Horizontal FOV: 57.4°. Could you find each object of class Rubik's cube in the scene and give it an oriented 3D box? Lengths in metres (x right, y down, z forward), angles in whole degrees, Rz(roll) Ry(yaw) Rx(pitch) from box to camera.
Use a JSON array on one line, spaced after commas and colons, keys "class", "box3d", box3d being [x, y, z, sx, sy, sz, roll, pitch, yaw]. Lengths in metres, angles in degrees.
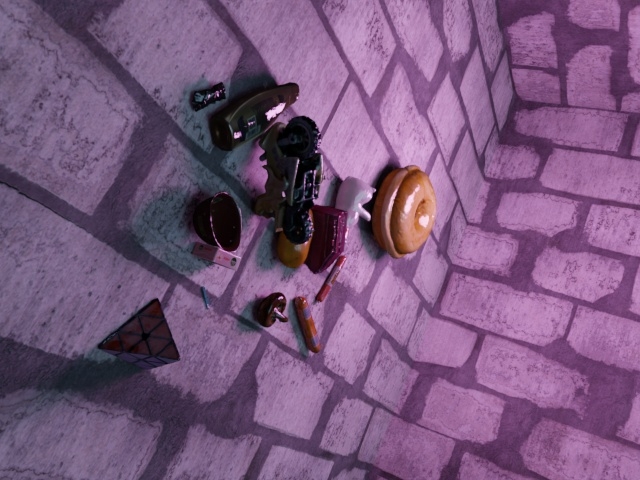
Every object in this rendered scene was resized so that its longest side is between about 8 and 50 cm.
[{"class": "Rubik's cube", "box3d": [-0.502, 0.304, 1.588, 0.190, 0.211, 0.178, -8, 137, -24]}]

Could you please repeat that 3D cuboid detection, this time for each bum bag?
[{"class": "bum bag", "box3d": [-0.303, -0.394, 1.596, 0.124, 0.034, 0.058, -40, 144, -44]}]

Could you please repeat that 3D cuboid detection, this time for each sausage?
[{"class": "sausage", "box3d": [-0.049, 0.343, 2.338, 0.053, 0.053, 0.348, -51, 142, -35]}, {"class": "sausage", "box3d": [0.048, 0.157, 2.434, 0.253, 0.034, 0.034, -60, 147, -24]}]

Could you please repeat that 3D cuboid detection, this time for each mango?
[{"class": "mango", "box3d": [-0.084, -0.014, 2.060, 0.147, 0.109, 0.227, 14, 90, -58]}]

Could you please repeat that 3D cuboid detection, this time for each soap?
[{"class": "soap", "box3d": [0.000, 0.000, 2.164, 0.099, 0.162, 0.250, -27, 128, -59]}]

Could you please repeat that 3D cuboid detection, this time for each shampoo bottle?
[{"class": "shampoo bottle", "box3d": [-0.184, -0.386, 1.748, 0.350, 0.084, 0.126, -44, 141, -41]}]

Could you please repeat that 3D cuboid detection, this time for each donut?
[{"class": "donut", "box3d": [0.387, -0.129, 2.697, 0.449, 0.198, 0.449, -30, 127, -50]}]

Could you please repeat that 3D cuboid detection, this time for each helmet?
[{"class": "helmet", "box3d": [-0.304, -0.045, 1.674, 0.155, 0.106, 0.175, -45, 120, -57]}]

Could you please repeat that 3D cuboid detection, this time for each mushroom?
[{"class": "mushroom", "box3d": [-0.167, 0.251, 2.078, 0.135, 0.080, 0.170, -51, 145, -14]}]

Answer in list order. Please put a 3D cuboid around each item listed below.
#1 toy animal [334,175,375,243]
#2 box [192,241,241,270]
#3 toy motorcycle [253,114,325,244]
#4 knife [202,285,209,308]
[{"class": "toy animal", "box3d": [0.110, -0.107, 2.316, 0.138, 0.140, 0.283, 23, 80, -51]}, {"class": "box", "box3d": [-0.308, 0.047, 1.740, 0.125, 0.089, 0.043, 31, 76, -60]}, {"class": "toy motorcycle", "box3d": [-0.100, -0.196, 1.834, 0.168, 0.237, 0.410, -15, 120, -39]}, {"class": "knife", "box3d": [-0.353, 0.178, 1.807, 0.014, 0.005, 0.091, -39, 135, -42]}]
